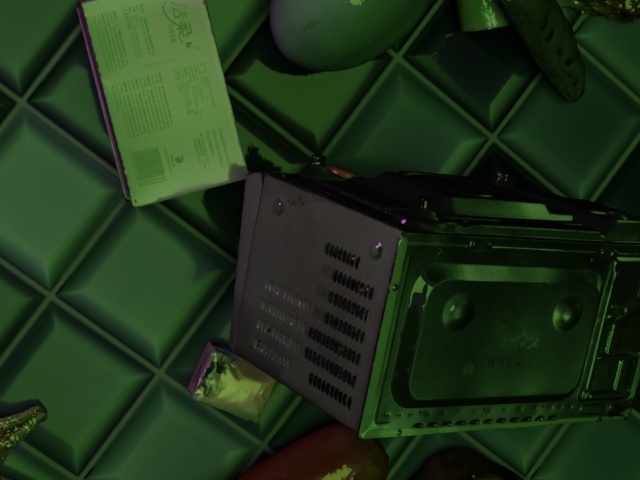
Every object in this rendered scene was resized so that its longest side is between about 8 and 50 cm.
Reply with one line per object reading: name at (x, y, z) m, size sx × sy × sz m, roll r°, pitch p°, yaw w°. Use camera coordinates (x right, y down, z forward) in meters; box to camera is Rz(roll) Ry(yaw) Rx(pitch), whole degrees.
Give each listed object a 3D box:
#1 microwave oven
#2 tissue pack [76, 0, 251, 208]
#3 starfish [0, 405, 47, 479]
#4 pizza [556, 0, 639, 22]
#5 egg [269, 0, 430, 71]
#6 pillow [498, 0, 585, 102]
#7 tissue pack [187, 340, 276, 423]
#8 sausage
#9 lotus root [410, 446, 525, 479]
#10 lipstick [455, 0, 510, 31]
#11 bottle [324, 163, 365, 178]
microwave oven at (0.139, 0.048, 1.400) m, size 0.394 × 0.333 × 0.247 m, roll 2°, pitch 102°, yaw -35°
tissue pack at (-0.184, -0.175, 1.450) m, size 0.148 × 0.092 × 0.246 m, roll -15°, pitch 100°, yaw -11°
starfish at (-0.412, 0.301, 1.472) m, size 0.231 × 0.048 × 0.295 m, roll -7°, pitch 99°, yaw -13°
pizza at (0.357, -0.349, 1.584) m, size 0.246 × 0.058 × 0.127 m, roll 25°, pitch 91°, yaw -13°
egg at (0.039, -0.300, 1.453) m, size 0.231 × 0.168 × 0.168 m, roll -45°, pitch 105°, yaw -3°
pillow at (0.282, -0.274, 1.547) m, size 0.241 × 0.051 × 0.093 m, roll 43°, pitch 49°, yaw -42°
tissue pack at (-0.108, 0.177, 1.528) m, size 0.094 × 0.059 × 0.074 m, roll 24°, pitch 88°, yaw -16°
sausage at (-0.034, 0.318, 1.538) m, size 0.259 × 0.113 × 0.113 m, roll -32°, pitch 103°, yaw -8°
lotus root at (0.162, 0.470, 1.609) m, size 0.390 × 0.111 × 0.375 m, roll -10°, pitch 100°, yaw -16°
lipstick at (0.185, -0.416, 1.526) m, size 0.076 × 0.076 × 0.304 m, roll -13°, pitch 100°, yaw -12°
bottle at (0.000, 0.000, 1.531) m, size 0.069 × 0.069 × 0.187 m, roll 22°, pitch 94°, yaw -15°
